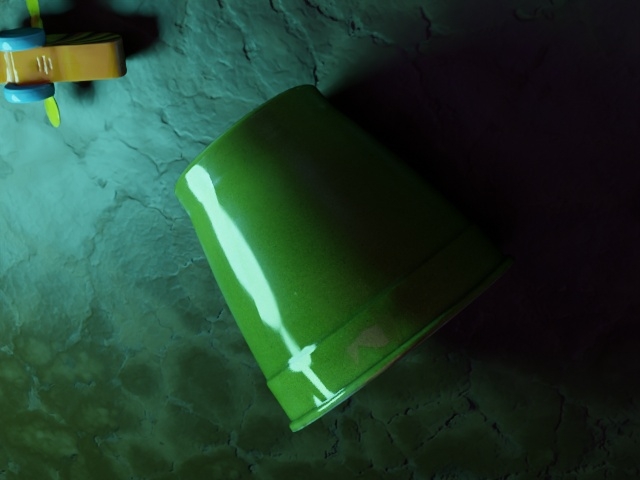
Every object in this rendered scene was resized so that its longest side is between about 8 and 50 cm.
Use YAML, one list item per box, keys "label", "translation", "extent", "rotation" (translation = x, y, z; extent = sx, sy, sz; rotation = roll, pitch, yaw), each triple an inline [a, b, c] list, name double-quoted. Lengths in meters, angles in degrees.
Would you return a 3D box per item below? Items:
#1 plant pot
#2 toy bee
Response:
- label: "plant pot"
  translation: [0.000, 0.000, 1.413]
  extent: [0.366, 0.366, 0.353]
  rotation: [-40, 86, 28]
- label: "toy bee"
  translation: [-0.429, -0.271, 1.528]
  extent: [0.298, 0.162, 0.195]
  rotation: [12, 110, -16]
